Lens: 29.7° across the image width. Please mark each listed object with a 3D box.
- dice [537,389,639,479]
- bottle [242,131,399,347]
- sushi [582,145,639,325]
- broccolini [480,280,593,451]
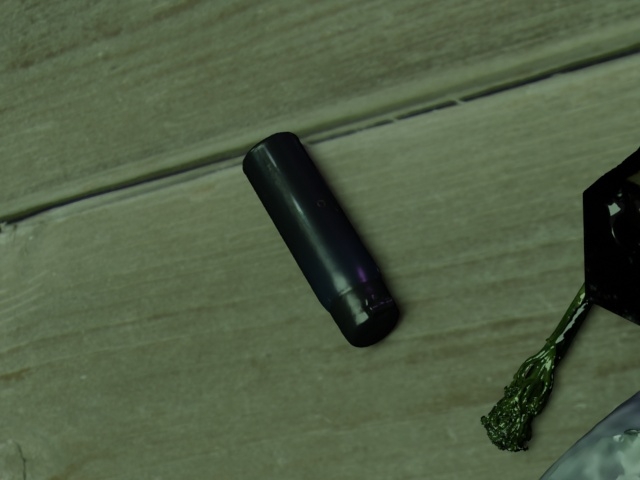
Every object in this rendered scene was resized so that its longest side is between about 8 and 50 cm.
[{"bbox_3d":[0.303,0.279,0.949,0.270,0.271,0.270,46,107,27],"label":"dice"},{"bbox_3d":[0.000,0.000,1.284,0.244,0.072,0.082,59,148,23],"label":"bottle"},{"bbox_3d":[0.370,-0.040,0.974,0.227,0.215,0.212,17,116,51],"label":"sushi"},{"bbox_3d":[0.224,0.095,1.155,0.054,0.051,0.239,32,98,39],"label":"broccolini"}]
